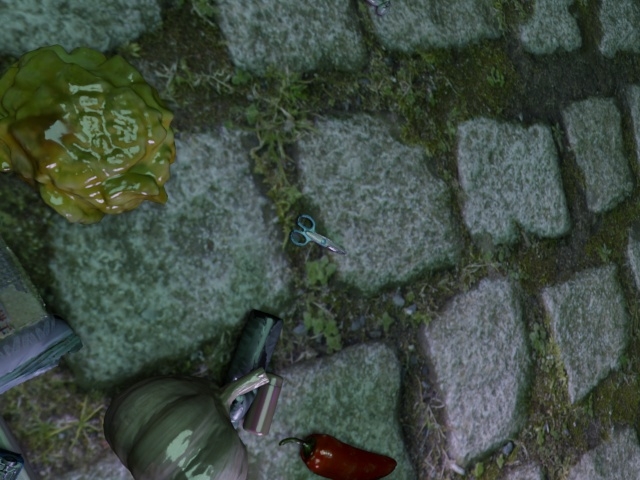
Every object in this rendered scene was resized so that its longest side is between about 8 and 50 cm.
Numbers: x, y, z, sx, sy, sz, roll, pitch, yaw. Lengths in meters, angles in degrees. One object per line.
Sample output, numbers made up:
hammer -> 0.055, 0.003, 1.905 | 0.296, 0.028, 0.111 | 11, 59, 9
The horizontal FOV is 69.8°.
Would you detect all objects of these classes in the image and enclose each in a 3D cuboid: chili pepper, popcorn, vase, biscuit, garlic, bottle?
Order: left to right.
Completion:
biscuit -> -0.431, 0.043, 0.543 | 0.309, 0.079, 0.186 | 66, 29, -9
popcorn -> -0.304, -0.126, 0.588 | 0.216, 0.181, 0.235 | -33, 98, -25
garlic -> -0.164, 0.247, 0.639 | 0.212, 0.218, 0.219 | -43, 107, -24
vase -> -0.121, 0.219, 0.741 | 0.059, 0.060, 0.212 | 23, 81, -26
bottle -> -0.094, 0.269, 0.761 | 0.045, 0.045, 0.097 | 24, 74, -26
chili pepper -> 0.041, 0.394, 0.823 | 0.272, 0.063, 0.071 | 29, 86, -28

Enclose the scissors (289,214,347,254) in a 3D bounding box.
scissors -> 0.000, 0.000, 0.846 | 0.119, 0.014, 0.058 | 30, 78, -21

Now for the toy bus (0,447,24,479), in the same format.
toy bus -> -0.399, 0.263, 0.540 | 0.083, 0.046, 0.038 | 31, 73, -22

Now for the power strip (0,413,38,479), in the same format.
power strip -> -0.410, 0.349, 0.581 | 0.106, 0.043, 0.368 | -26, 100, -28

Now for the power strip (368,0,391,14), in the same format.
power strip -> 0.116, -0.501, 0.928 | 0.055, 0.035, 0.083 | -38, 103, -25
